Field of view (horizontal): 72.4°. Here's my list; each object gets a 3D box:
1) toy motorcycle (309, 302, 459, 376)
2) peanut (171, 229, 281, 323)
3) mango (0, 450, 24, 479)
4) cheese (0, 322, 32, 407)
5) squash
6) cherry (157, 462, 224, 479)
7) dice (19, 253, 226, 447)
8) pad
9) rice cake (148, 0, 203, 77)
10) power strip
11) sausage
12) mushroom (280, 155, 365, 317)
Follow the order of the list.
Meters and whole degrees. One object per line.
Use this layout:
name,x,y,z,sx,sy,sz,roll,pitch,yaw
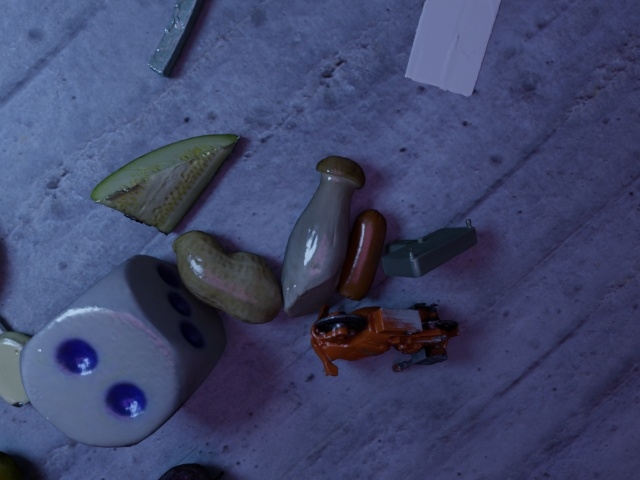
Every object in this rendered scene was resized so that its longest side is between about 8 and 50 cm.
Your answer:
toy motorcycle,0.115,0.195,0.895,0.326,0.221,0.147,8,60,-24
peanut,-0.189,0.073,0.882,0.253,0.122,0.137,29,53,-7
mango,-0.689,0.583,0.883,0.212,0.173,0.316,-4,92,-5
cheese,-0.644,0.214,0.892,0.127,0.050,0.255,-30,99,0
squash,-0.297,-0.154,0.844,0.252,0.093,0.169,-52,143,4
cherry,-0.280,0.577,0.913,0.196,0.195,0.194,-1,98,-5
dice,-0.348,0.194,0.815,0.243,0.259,0.251,-42,100,4
pad,0.277,-0.430,0.910,0.157,0.004,0.231,15,96,-7
rice cake,-0.262,-0.432,0.840,0.042,0.045,0.245,25,95,-5
power strip,0.201,0.015,0.895,0.216,0.145,0.061,-21,101,-39
sausage,0.088,0.030,0.921,0.077,0.076,0.197,14,96,-7
mushroom,0.000,0.000,0.887,0.129,0.128,0.349,18,92,-7
